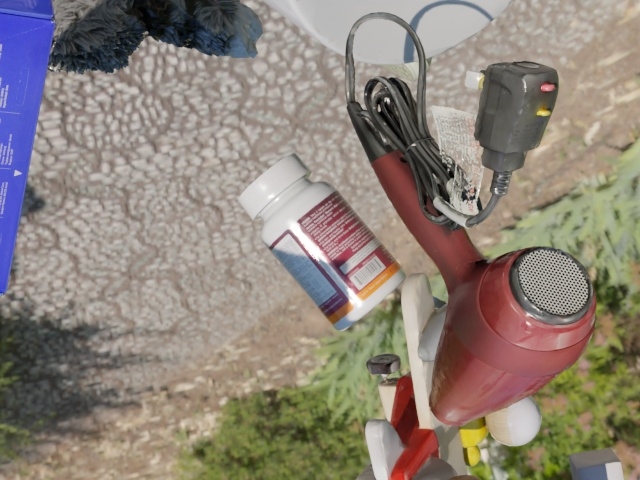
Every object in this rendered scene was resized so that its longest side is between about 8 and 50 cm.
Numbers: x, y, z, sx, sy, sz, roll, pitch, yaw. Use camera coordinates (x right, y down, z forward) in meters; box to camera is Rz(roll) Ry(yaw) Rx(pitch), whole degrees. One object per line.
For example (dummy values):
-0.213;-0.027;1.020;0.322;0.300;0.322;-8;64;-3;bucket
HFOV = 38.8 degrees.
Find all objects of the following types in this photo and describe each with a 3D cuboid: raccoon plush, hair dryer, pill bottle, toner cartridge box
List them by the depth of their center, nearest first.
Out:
0.099;0.002;0.603;0.080;0.223;0.294;-12;112;-18;hair dryer
-0.362;-0.091;0.857;0.165;0.075;0.348;4;132;-26;toner cartridge box
0.000;0.000;1.194;0.121;0.221;0.121;-40;177;-2;pill bottle
-0.343;-0.263;1.249;0.446;0.216;0.299;22;155;-28;raccoon plush

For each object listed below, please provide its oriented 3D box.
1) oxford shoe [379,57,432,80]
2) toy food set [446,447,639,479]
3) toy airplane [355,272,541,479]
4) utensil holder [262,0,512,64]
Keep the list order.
0.094;-0.391;1.556;0.130;0.449;0.169;-47;122;3;oxford shoe
0.229;0.254;0.786;0.232;0.105;0.111;-10;-176;4;toy food set
0.199;0.286;1.379;0.272;0.385;0.386;-9;147;11;toy airplane
0.000;-0.381;0.830;0.327;0.385;0.328;-21;134;-23;utensil holder
